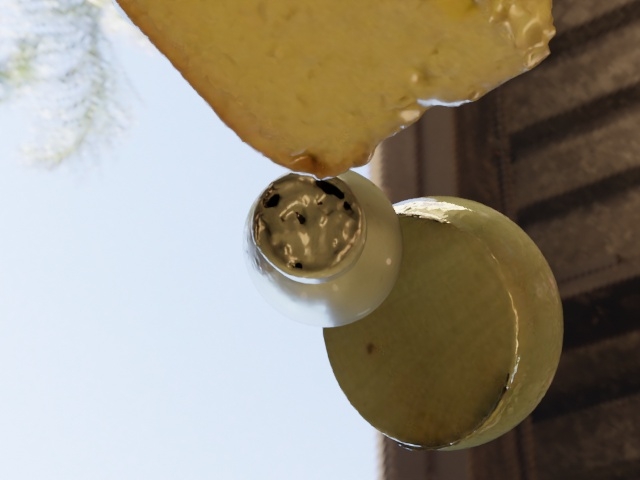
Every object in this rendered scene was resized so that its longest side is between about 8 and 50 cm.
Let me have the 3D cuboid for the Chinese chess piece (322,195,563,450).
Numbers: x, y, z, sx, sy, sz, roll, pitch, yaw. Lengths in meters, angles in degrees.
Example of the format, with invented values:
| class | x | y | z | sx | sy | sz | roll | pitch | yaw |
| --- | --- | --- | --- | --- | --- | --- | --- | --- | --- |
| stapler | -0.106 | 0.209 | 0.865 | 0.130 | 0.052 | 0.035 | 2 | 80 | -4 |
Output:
| class | x | y | z | sx | sy | sz | roll | pitch | yaw |
| --- | --- | --- | --- | --- | --- | --- | --- | --- | --- |
| Chinese chess piece | 0.089 | 0.061 | 1.037 | 0.188 | 0.083 | 0.188 | 5 | -81 | 38 |

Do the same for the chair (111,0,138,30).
| class | x | y | z | sx | sy | sz | roll | pitch | yaw |
| --- | --- | --- | --- | --- | --- | --- | --- | --- | --- |
| chair | 0.017 | -0.307 | 0.852 | 0.226 | 0.226 | 0.401 | 13 | -90 | 48 |

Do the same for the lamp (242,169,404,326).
| class | x | y | z | sx | sy | sz | roll | pitch | yaw |
| --- | --- | --- | --- | --- | --- | --- | --- | --- | --- |
| lamp | 0.000 | 0.000 | 0.857 | 0.106 | 0.106 | 0.193 | -63 | 177 | -2 |

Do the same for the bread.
| class | x | y | z | sx | sy | sz | roll | pitch | yaw |
| --- | --- | --- | --- | --- | --- | --- | --- | --- | --- |
| bread | -0.006 | -0.142 | 0.494 | 0.140 | 0.160 | 0.169 | -24 | -135 | 31 |
